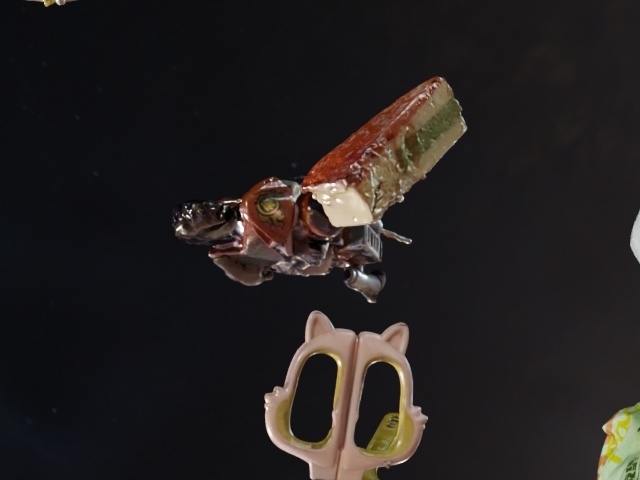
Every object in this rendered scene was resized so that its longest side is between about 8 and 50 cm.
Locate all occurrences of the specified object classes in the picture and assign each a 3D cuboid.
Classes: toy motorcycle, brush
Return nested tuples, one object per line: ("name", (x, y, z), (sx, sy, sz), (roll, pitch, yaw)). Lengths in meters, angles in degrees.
("toy motorcycle", (0.000, 0.000, 1.463), (0.401, 0.207, 0.134), (24, -122, -50))
("brush", (0.067, 0.283, 1.428), (0.218, 0.082, 0.010), (-45, -42, -56))

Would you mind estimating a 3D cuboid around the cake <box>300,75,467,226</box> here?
("cake", (0.068, -0.098, 1.301), (0.220, 0.117, 0.086), (-49, -63, -37))

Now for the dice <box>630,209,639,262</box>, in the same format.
("dice", (0.556, -0.069, 1.368), (0.264, 0.268, 0.262), (-53, -21, -46))

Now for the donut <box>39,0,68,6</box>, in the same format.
("donut", (-0.198, -0.375, 0.880), (0.382, 0.142, 0.382), (-39, -31, -30))

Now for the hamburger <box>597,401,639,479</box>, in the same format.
("hamburger", (0.343, 0.217, 0.878), (0.235, 0.214, 0.125), (25, -76, 0))

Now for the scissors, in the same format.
("scissors", (0.016, 0.231, 1.058), (0.160, 0.024, 0.317), (8, -94, -4))
